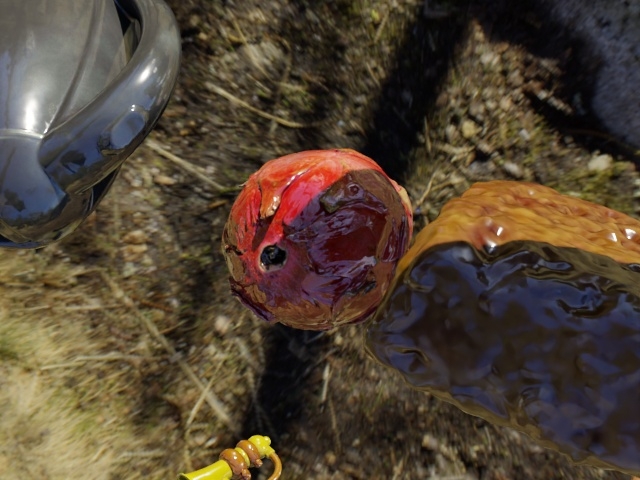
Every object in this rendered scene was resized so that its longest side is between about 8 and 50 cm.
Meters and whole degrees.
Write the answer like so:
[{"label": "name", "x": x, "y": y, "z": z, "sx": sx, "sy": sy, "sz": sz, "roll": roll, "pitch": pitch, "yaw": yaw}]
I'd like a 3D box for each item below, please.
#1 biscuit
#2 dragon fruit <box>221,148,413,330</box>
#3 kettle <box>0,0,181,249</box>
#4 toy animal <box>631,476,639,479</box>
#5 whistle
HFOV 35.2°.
[{"label": "biscuit", "x": 0.269, "y": 0.079, "z": 0.925, "sx": 0.395, "sy": 0.343, "sz": 0.166, "roll": 23, "pitch": 107, "yaw": 15}, {"label": "dragon fruit", "x": -0.001, "y": -0.001, "z": 1.228, "sx": 0.252, "sy": 0.241, "sz": 0.240, "roll": -7, "pitch": 91, "yaw": -38}, {"label": "kettle", "x": -0.238, "y": -0.129, "z": 0.894, "sx": 0.268, "sy": 0.290, "sz": 0.207, "roll": -32, "pitch": 128, "yaw": 15}, {"label": "toy animal", "x": 0.428, "y": 0.349, "z": 1.346, "sx": 0.104, "sy": 0.185, "sz": 0.183, "roll": -9, "pitch": 60, "yaw": 21}, {"label": "whistle", "x": -0.088, "y": 0.236, "z": 1.034, "sx": 0.109, "sy": 0.057, "sz": 0.046, "roll": -26, "pitch": 109, "yaw": -31}]
